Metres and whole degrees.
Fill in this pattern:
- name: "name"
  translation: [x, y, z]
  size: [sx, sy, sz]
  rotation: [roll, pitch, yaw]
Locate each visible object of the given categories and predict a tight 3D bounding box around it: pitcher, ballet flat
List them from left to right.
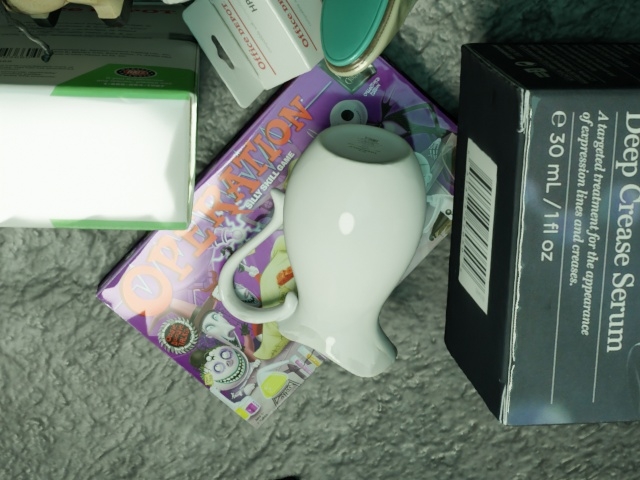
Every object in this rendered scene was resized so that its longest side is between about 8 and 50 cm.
- name: "pitcher"
  translation: [0.000, 0.000, 1.655]
  size: [0.177, 0.125, 0.207]
  rotation: [14, 119, 9]
- name: "ballet flat"
  translation: [0.055, -0.244, 1.590]
  size: [0.086, 0.086, 0.248]
  rotation: [8, 70, -5]

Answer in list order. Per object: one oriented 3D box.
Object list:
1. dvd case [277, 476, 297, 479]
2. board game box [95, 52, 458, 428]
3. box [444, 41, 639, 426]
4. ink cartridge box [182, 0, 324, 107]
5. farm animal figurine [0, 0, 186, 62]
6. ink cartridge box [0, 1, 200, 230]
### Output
- name: "dvd case"
  translation: [-0.082, 0.370, 1.856]
  size: [0.180, 0.022, 0.253]
  rotation: [-13, 107, 1]
- name: "board game box"
  translation: [-0.019, -0.011, 1.728]
  size: [0.208, 0.056, 0.347]
  rotation: [41, 102, -9]
- name: "box"
  translation: [0.328, -0.014, 1.629]
  size: [0.395, 0.212, 0.293]
  rotation: [-2, 107, -11]
- name: "ink cartridge box"
  translation: [-0.029, -0.204, 1.596]
  size: [0.060, 0.180, 0.104]
  rotation: [-18, 112, 42]
- name: "farm animal figurine"
  translation: [-0.225, -0.311, 1.459]
  size: [0.330, 0.172, 0.327]
  rotation: [-13, 66, 22]
- name: "ink cartridge box"
  translation: [-0.206, -0.112, 1.562]
  size: [0.211, 0.289, 0.121]
  rotation: [1, 110, -2]
